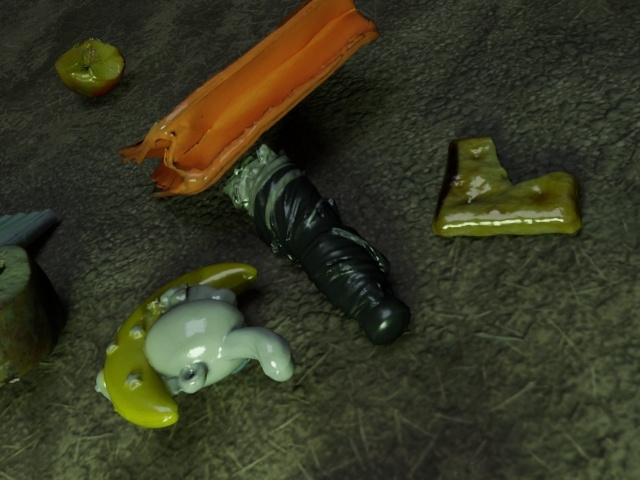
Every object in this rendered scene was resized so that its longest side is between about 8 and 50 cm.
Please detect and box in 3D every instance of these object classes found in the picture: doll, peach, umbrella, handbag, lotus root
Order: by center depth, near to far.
[{"bbox_3d":[-0.154,0.124,0.765,0.252,0.111,0.237,-23,28,5],"label":"doll"},{"bbox_3d":[-0.003,0.005,0.829,0.113,0.106,0.358,-41,52,-1],"label":"umbrella"},{"bbox_3d":[-0.446,0.098,0.896,0.138,0.119,0.235,-13,31,-9],"label":"lotus root"},{"bbox_3d":[-0.119,-0.233,1.017,0.410,0.116,0.303,-44,18,-17],"label":"handbag"},{"bbox_3d":[-0.509,-0.371,1.399,0.151,0.118,0.151,12,51,-15],"label":"peach"}]

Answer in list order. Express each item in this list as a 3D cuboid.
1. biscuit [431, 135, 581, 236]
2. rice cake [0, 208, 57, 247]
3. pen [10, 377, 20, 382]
[{"bbox_3d":[0.238,-0.072,0.810,0.183,0.039,0.174,2,48,27],"label":"biscuit"},{"bbox_3d":[-0.575,0.011,1.080,0.189,0.037,0.198,-7,25,18],"label":"rice cake"},{"bbox_3d":[-0.500,0.191,0.922,0.197,0.032,0.053,-2,48,26],"label":"pen"}]
